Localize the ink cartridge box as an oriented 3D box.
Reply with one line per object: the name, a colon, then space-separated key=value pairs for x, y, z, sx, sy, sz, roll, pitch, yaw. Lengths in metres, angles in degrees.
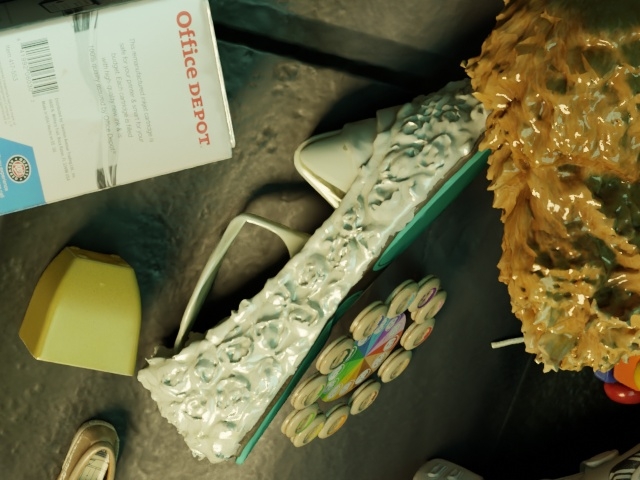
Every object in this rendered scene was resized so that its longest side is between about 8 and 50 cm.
ink cartridge box: x=-0.174 y=-0.114 z=1.257 sx=0.191 sy=0.082 sz=0.139 roll=-15 pitch=116 yaw=-12

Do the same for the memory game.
memory game: x=0.038 y=0.100 z=1.386 sx=0.186 sy=0.012 sz=0.186 roll=-40 pitch=158 yaw=-20

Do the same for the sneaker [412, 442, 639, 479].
sneaker: x=0.210 y=0.240 z=1.488 sx=0.366 sy=0.210 sz=0.137 roll=-32 pitch=122 yaw=-32

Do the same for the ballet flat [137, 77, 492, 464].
ballet flat: x=0.000 y=0.000 z=1.340 sx=0.147 sy=0.147 sz=0.409 roll=36 pitch=97 yaw=-27

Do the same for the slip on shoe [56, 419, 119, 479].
slip on shoe: x=-0.200 y=0.218 z=1.413 sx=0.051 sy=0.041 sz=0.135 roll=16 pitch=106 yaw=-23

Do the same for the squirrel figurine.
squirrel figurine: x=0.285 y=-0.053 z=1.287 sx=0.397 sy=0.281 sz=0.370 roll=-22 pitch=135 yaw=-18

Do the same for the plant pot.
plant pot: x=-0.184 y=0.051 z=1.329 sx=0.081 sy=0.081 sz=0.083 roll=12 pitch=98 yaw=-21

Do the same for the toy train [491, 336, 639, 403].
toy train: x=0.290 y=0.114 z=1.462 sx=0.248 sy=0.143 sz=0.105 roll=-5 pitch=113 yaw=-15
